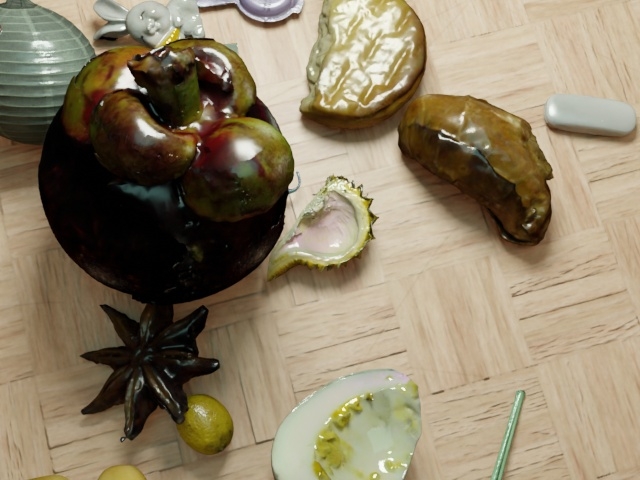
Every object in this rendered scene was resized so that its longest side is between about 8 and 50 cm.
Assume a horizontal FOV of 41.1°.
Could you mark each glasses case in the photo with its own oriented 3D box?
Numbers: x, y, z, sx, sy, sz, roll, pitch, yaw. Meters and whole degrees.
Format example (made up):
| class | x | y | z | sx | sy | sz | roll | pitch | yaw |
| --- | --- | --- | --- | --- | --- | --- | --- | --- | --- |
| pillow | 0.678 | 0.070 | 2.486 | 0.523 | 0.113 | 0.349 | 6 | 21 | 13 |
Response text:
| class | x | y | z | sx | sy | sz | roll | pitch | yaw |
| --- | --- | --- | --- | --- | --- | --- | --- | --- | --- |
| glasses case | 0.480 | -0.224 | 1.524 | 0.164 | 0.041 | 0.063 | 6 | 74 | -1 |

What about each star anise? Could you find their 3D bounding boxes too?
| class | x | y | z | sx | sy | sz | roll | pitch | yaw |
| --- | --- | --- | --- | --- | --- | --- | --- | --- | --- |
| star anise | -0.264 | 0.193 | 1.364 | 0.271 | 0.102 | 0.272 | -11 | 63 | 22 |

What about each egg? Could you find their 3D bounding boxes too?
| class | x | y | z | sx | sy | sz | roll | pitch | yaw |
| --- | --- | --- | --- | --- | --- | --- | --- | --- | --- |
| egg | 0.046 | 0.343 | 1.304 | 0.206 | 0.162 | 0.271 | -1 | 37 | 28 |

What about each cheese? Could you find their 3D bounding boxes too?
| class | x | y | z | sx | sy | sz | roll | pitch | yaw |
| --- | --- | --- | --- | --- | --- | --- | --- | --- | --- |
| cheese | -0.124 | -0.449 | 1.549 | 0.190 | 0.042 | 0.105 | 12 | 75 | 1 |

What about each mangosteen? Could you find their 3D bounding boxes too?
| class | x | y | z | sx | sy | sz | roll | pitch | yaw |
| --- | --- | --- | --- | --- | --- | --- | --- | --- | --- |
| mangosteen | -0.207 | -0.107 | 1.268 | 0.380 | 0.421 | 0.381 | 24 | 46 | -27 |

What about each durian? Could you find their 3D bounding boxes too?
| class | x | y | z | sx | sy | sz | roll | pitch | yaw |
| --- | --- | --- | --- | --- | --- | --- | --- | --- | --- |
| durian | -0.004 | -0.005 | 1.433 | 0.224 | 0.078 | 0.140 | -38 | 93 | 0 |

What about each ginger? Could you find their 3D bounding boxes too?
| class | x | y | z | sx | sy | sz | roll | pitch | yaw |
| --- | --- | --- | --- | --- | --- | --- | --- | --- | --- |
| ginger | 0.275 | -0.134 | 1.431 | 0.321 | 0.172 | 0.165 | 44 | 40 | 9 |

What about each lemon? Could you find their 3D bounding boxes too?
| class | x | y | z | sx | sy | sz | roll | pitch | yaw |
| --- | --- | --- | --- | --- | --- | --- | --- | --- | --- |
| lemon | -0.185 | 0.286 | 1.345 | 0.082 | 0.082 | 0.111 | -39 | 81 | -11 |

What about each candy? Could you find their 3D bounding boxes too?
| class | x | y | z | sx | sy | sz | roll | pitch | yaw |
| --- | --- | --- | --- | --- | --- | --- | --- | --- | --- |
| candy | 0.275 | 0.391 | 1.352 | 0.093 | 0.092 | 0.336 | 18 | 68 | 14 |

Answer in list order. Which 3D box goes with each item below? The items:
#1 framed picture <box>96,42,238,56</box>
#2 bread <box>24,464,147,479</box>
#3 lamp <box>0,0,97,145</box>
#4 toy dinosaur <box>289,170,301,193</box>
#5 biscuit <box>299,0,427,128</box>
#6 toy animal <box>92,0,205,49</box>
| class | x | y | z | sx | sy | sz | roll | pitch | yaw |
| --- | --- | --- | --- | --- | --- | --- | --- | --- | --- |
| framed picture | -0.270 | -0.238 | 1.503 | 0.273 | 0.016 | 0.217 | -5 | 76 | -5 |
| bread | -0.348 | 0.549 | 1.220 | 0.245 | 0.329 | 0.424 | 4 | 71 | -45 |
| lamp | -0.479 | -0.276 | 1.387 | 0.233 | 0.265 | 0.233 | -13 | 115 | -31 |
| toy dinosaur | -0.110 | -0.048 | 1.449 | 0.197 | 0.045 | 0.080 | -34 | 72 | -1 |
| biscuit | 0.079 | -0.318 | 1.503 | 0.213 | 0.091 | 0.274 | 17 | 74 | 4 |
| toy animal | -0.302 | -0.372 | 1.503 | 0.181 | 0.127 | 0.131 | -17 | 114 | -20 |
